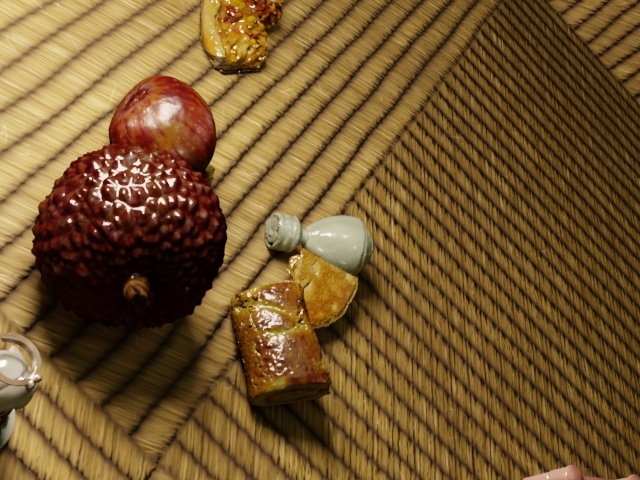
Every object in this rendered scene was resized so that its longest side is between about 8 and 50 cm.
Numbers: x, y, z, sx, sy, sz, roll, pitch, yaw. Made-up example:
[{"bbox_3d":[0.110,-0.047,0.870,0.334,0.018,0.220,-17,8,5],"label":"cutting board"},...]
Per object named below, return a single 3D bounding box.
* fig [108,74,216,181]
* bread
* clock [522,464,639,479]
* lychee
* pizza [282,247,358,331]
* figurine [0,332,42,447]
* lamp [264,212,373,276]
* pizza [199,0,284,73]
[{"bbox_3d":[-0.224,-0.144,1.863,0.207,0.175,0.175,56,34,-27],"label":"fig"},{"bbox_3d":[-0.061,0.155,1.814,0.132,0.103,0.172,-8,65,-16],"label":"bread"},{"bbox_3d":[0.447,0.516,2.031,0.227,0.142,0.241,14,61,-37],"label":"clock"},{"bbox_3d":[-0.255,0.000,1.628,0.264,0.264,0.300,31,24,-25],"label":"lychee"},{"bbox_3d":[-0.010,0.078,1.962,0.175,0.046,0.134,-17,88,-46],"label":"pizza"},{"bbox_3d":[-0.392,0.170,1.431,0.132,0.154,0.132,26,44,-28],"label":"figurine"},{"bbox_3d":[0.000,0.000,2.017,0.193,0.106,0.106,13,51,-26],"label":"lamp"},{"bbox_3d":[-0.138,-0.417,2.214,0.161,0.086,0.305,36,42,-20],"label":"pizza"}]
